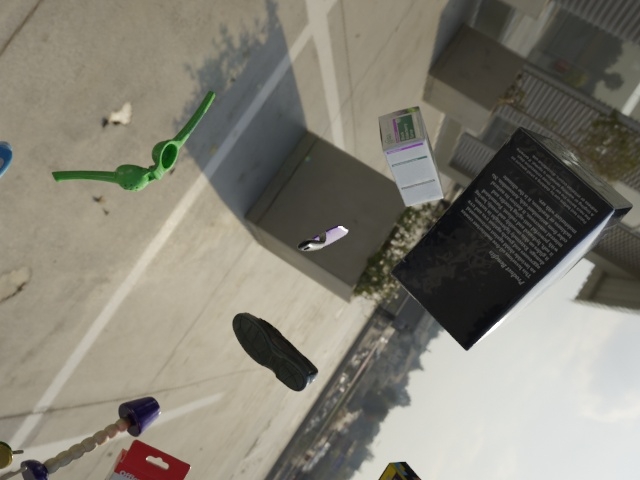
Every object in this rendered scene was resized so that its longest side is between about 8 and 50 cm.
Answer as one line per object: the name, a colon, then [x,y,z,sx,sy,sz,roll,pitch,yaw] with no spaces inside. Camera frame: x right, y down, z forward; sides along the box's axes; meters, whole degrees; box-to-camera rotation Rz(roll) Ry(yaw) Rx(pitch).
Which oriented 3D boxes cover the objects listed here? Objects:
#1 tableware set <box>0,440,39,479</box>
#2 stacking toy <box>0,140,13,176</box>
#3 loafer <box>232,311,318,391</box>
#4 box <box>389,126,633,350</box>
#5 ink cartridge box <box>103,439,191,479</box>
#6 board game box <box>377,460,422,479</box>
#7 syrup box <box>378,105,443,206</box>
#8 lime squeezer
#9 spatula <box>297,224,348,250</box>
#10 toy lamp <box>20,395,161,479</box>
tableware set: [-0.466,0.343,0.900,0.104,0.154,0.024,-29,-158,8]
stacking toy: [-0.435,-0.133,0.526,0.166,0.301,0.175,-26,-158,16]
loafer: [-0.118,0.283,1.612,0.084,0.267,0.096,-16,142,-55]
box: [0.316,-0.003,1.000,0.294,0.182,0.296,-51,158,24]
ink cartridge box: [-0.370,0.511,1.230,0.231,0.134,0.078,-60,-167,-6]
board game box: [0.121,0.455,0.958,0.048,0.141,0.170,16,109,-42]
syrup box: [0.204,-0.182,1.385,0.237,0.096,0.093,57,24,-56]
lime squeezer: [-0.296,-0.145,1.065,0.310,0.110,0.058,-30,138,-7]
spatula: [0.000,0.000,1.297,0.084,0.030,0.296,-28,179,12]
toy lamp: [-0.440,0.392,1.224,0.275,0.080,0.080,-25,150,-46]
